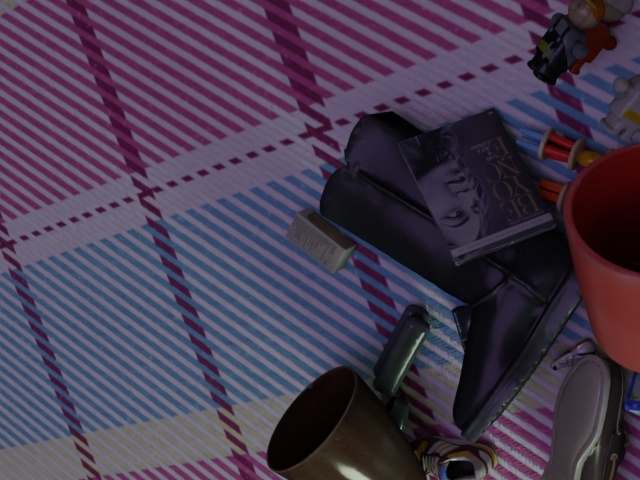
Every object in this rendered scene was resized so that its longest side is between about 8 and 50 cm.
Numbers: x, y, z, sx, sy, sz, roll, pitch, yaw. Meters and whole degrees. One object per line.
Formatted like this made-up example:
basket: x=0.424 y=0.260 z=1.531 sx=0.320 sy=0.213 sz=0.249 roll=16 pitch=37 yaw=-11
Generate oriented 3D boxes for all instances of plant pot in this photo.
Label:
plant pot: x=0.474 y=0.039 z=1.536 sx=0.275 sy=0.275 sz=0.243 roll=18 pitch=141 yaw=28
plant pot: x=0.064 y=0.368 z=1.896 sx=0.230 sy=0.215 sz=0.215 roll=42 pitch=128 yaw=-17

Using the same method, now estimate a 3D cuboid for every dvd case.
dvd case: x=0.236 y=-0.085 z=1.705 sx=0.018 sy=0.165 sz=0.221 roll=84 pitch=164 yaw=-66

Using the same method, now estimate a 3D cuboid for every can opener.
can opener: x=0.133 y=0.238 z=1.965 sx=0.093 sy=0.074 sz=0.280 roll=15 pitch=120 yaw=-8

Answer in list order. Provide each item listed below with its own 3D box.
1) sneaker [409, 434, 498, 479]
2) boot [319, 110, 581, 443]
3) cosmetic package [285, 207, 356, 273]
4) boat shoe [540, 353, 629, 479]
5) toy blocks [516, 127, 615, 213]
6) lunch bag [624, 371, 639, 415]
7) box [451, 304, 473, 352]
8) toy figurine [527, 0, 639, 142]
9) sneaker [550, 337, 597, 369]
sneaker: x=0.210 y=0.383 z=1.940 sx=0.185 sy=0.084 sz=0.069 roll=-10 pitch=100 yaw=35
boot: x=0.174 y=0.052 z=1.795 sx=0.445 sy=0.146 sz=0.367 roll=35 pitch=101 yaw=15
cosmetic package: x=0.000 y=0.000 z=1.983 sx=0.115 sy=0.041 sz=0.060 roll=40 pitch=122 yaw=17
boat shoe: x=0.429 y=0.327 z=1.772 sx=0.116 sy=0.097 sz=0.324 roll=-131 pitch=46 yaw=-63
toy blocks: x=0.362 y=-0.105 z=1.703 sx=0.148 sy=0.054 sz=0.123 roll=23 pitch=118 yaw=27
lunch bag: x=0.529 y=0.220 z=1.637 sx=0.129 sy=0.151 sz=0.096 roll=-1 pitch=104 yaw=35
box: x=0.262 y=0.147 z=1.871 sx=0.067 sy=0.018 sz=0.083 roll=-12 pitch=98 yaw=36
toy figurine: x=0.411 y=-0.252 z=1.529 sx=0.213 sy=0.209 sz=0.148 roll=42 pitch=118 yaw=15
sneaker: x=0.404 y=0.191 z=1.783 sx=0.083 sy=0.032 sz=0.037 roll=-40 pitch=81 yaw=36
